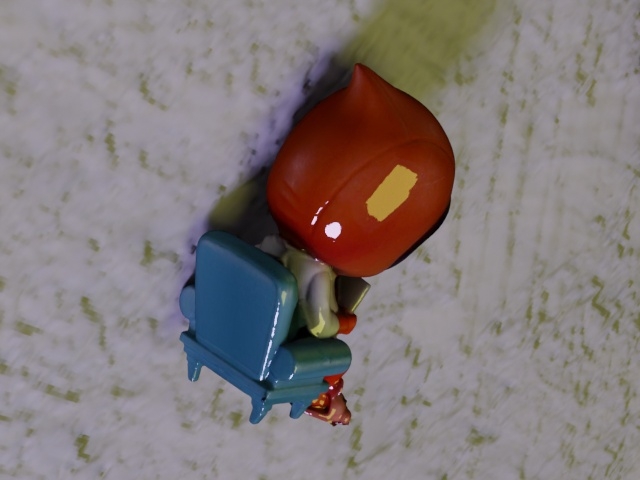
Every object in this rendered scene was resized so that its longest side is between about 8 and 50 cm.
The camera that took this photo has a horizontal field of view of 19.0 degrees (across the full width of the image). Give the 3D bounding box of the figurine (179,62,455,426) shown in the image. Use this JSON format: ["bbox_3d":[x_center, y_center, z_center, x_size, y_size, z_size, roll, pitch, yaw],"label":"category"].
[{"bbox_3d":[0.000,0.000,0.719,0.075,0.068,0.140,5,113,-47],"label":"figurine"}]
